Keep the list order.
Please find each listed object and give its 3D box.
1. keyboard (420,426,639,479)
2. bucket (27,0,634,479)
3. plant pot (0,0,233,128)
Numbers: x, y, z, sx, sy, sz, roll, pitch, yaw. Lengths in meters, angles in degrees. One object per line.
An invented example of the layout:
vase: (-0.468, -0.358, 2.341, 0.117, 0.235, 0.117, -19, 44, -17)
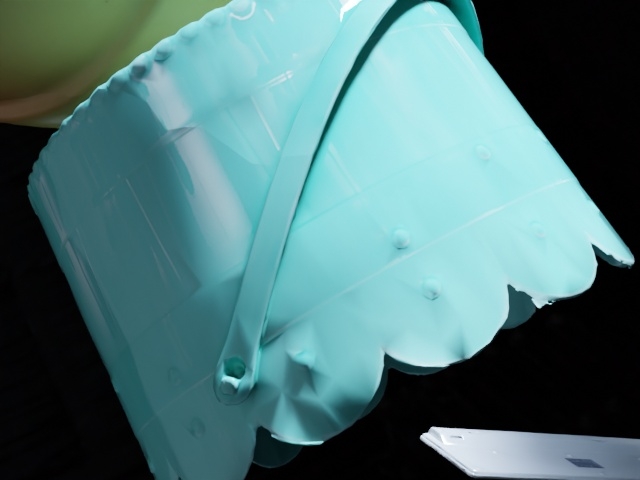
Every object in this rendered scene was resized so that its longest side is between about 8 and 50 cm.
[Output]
keyboard: (0.201, 0.173, 0.840, 0.072, 0.256, 0.014, 38, -64, 57)
bucket: (0.000, 0.000, 0.549, 0.183, 0.281, 0.281, 60, -18, 8)
plant pot: (-0.192, -0.197, 0.513, 0.290, 0.203, 0.291, 4, -81, 30)
